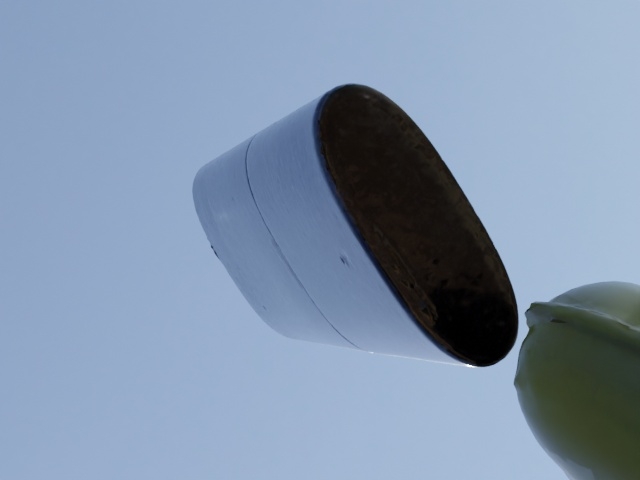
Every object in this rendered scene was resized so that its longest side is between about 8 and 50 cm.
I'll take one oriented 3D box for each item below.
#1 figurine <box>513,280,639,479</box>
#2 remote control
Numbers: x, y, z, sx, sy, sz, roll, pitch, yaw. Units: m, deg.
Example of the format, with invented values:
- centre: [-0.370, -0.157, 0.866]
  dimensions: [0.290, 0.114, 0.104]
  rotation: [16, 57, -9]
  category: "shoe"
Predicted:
- centre: [0.205, 0.106, 0.454]
  dimensions: [0.324, 0.340, 0.231]
  rotation: [36, -101, -7]
  category: "figurine"
- centre: [0.000, 0.000, 0.790]
  dimensions: [0.107, 0.044, 0.377]
  rotation: [54, 171, -4]
  category: "remote control"
